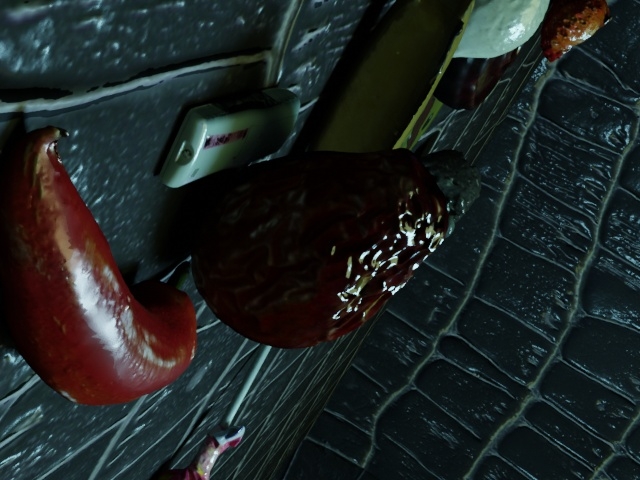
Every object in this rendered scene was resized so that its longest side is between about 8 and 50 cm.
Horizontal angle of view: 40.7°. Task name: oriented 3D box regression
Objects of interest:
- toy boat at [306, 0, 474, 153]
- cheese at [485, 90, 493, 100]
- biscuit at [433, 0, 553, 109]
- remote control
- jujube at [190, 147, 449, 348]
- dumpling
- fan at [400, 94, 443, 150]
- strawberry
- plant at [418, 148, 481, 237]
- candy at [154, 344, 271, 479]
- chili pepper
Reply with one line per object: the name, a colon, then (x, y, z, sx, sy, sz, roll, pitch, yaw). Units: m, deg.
toy boat: (0.055, -0.136, 0.908, 0.321, 0.089, 0.121, -60, -179, 21)
cheese: (0.366, -0.370, 1.767, 0.097, 0.037, 0.192, -51, 170, -33)
biscuit: (0.303, -0.373, 1.295, 0.407, 0.091, 0.407, -56, 170, -15)
remote control: (-0.064, -0.083, 0.674, 0.065, 0.029, 0.166, -60, 169, 24)
jujube: (0.000, 0.000, 0.725, 0.236, 0.168, 0.168, -25, -170, 35)
dumpling: (0.200, -0.292, 1.015, 0.166, 0.126, 0.216, -71, -174, -62)
fan: (0.160, -0.194, 1.429, 0.335, 0.011, 0.230, -53, 169, -27)
strawberry: (0.398, -0.359, 1.391, 0.121, 0.082, 0.188, -38, -168, 26)
plant: (0.198, -0.066, 1.633, 0.274, 0.149, 0.146, -39, 160, -51)
candy: (-0.159, 0.305, 1.325, 0.365, 0.124, 0.124, -61, 173, -25)
chili pepper: (-0.137, 0.047, 0.593, 0.368, 0.091, 0.137, 90, 20, -78)
